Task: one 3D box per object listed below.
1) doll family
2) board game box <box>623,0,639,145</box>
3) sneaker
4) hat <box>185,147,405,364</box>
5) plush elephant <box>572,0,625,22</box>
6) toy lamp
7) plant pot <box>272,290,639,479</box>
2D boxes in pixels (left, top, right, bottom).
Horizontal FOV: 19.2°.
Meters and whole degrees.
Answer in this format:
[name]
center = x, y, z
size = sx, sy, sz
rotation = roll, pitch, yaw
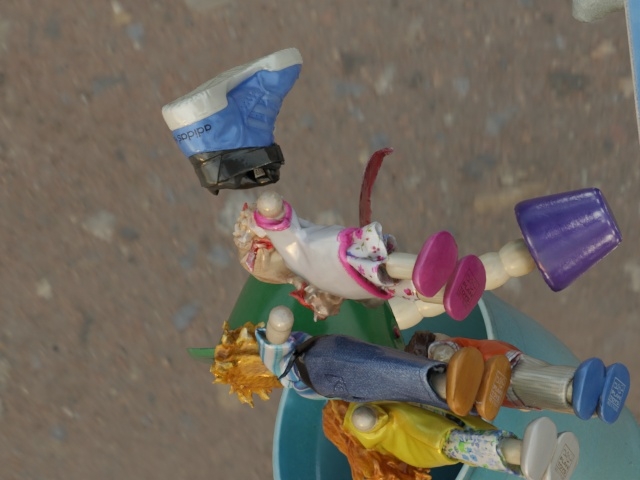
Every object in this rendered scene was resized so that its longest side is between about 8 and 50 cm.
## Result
[doll family]
center = 0.033, 0.076, 1.005
size = 0.163, 0.263, 0.118
rotation = 6, 69, 40
[board game box]
center = 0.189, -0.185, 0.942
size = 0.086, 0.308, 0.302
rotation = -6, 36, 10
[sneaker]
center = -0.050, -0.083, 1.381
size = 0.058, 0.152, 0.085
rotation = -17, 102, 33
[hat]
center = 0.000, 0.000, 1.310
size = 0.173, 0.208, 0.184
rotation = 8, 83, -18
[plush elephant]
center = 0.351, -0.280, 1.816
size = 0.330, 0.272, 0.255
rotation = 20, 112, 18
[toy lamp]
center = 0.104, 0.037, 1.494
size = 0.274, 0.080, 0.080
rotation = -26, 70, 10
[plant pot]
center = 0.140, 0.183, 1.679
size = 0.271, 0.255, 0.272
rotation = -29, 49, 39
